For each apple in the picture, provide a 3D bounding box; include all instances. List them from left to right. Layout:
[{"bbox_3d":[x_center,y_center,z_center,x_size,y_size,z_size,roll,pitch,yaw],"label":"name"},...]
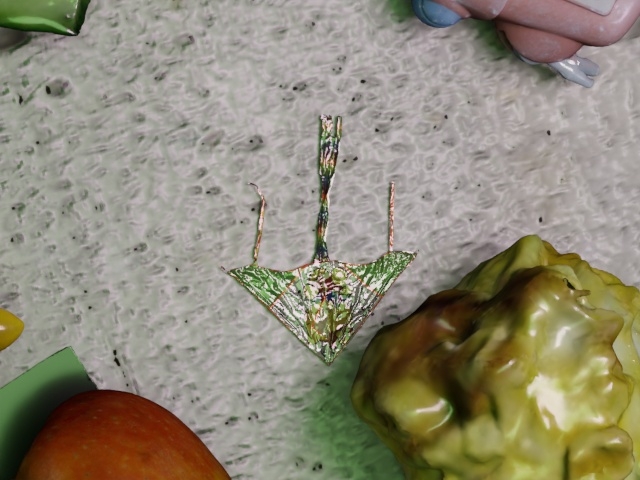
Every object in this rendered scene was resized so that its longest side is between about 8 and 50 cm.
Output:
[{"bbox_3d":[-0.175,0.250,1.577,0.230,0.230,0.230,0,90,-13],"label":"apple"}]

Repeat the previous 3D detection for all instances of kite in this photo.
[{"bbox_3d":[0.000,0.000,1.730,0.198,0.006,0.244,-1,91,-12],"label":"kite"}]

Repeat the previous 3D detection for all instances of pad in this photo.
[{"bbox_3d":[-0.240,0.243,1.677,0.163,0.004,0.243,-33,97,-11],"label":"pad"}]

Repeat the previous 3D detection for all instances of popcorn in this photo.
[{"bbox_3d":[0.198,0.174,1.637,0.312,0.312,0.312,0,90,-13],"label":"popcorn"}]

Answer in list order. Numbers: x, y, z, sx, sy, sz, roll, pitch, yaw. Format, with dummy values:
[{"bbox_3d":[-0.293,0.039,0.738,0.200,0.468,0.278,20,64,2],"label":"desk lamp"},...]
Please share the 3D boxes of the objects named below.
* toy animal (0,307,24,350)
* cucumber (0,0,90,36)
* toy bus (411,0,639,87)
[{"bbox_3d":[-0.383,0.040,1.579,0.156,0.156,0.230,-37,94,-10],"label":"toy animal"},{"bbox_3d":[-0.254,-0.293,1.590,0.130,0.191,0.191,1,90,-13],"label":"cucumber"},{"bbox_3d":[0.191,-0.292,1.687,0.294,0.197,0.232,19,96,-14],"label":"toy bus"}]
